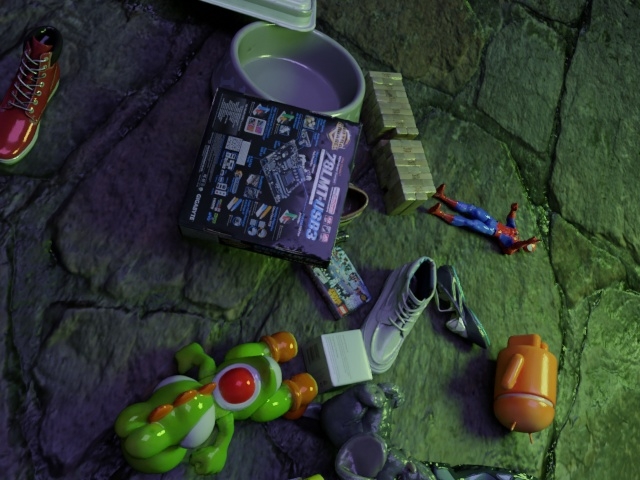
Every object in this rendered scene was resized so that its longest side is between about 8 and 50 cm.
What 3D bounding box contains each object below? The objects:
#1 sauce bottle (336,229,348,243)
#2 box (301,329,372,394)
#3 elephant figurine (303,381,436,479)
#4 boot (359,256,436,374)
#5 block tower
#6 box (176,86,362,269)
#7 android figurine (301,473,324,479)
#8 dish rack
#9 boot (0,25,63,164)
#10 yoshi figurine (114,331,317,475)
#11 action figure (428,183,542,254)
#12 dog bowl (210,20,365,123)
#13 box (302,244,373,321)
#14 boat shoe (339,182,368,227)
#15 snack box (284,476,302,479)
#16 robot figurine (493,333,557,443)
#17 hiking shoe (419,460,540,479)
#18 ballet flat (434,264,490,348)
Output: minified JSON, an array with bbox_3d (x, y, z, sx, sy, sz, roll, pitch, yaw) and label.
[{"bbox_3d":[0.000,0.000,1.446,0.128,0.042,0.042,-11,72,-27],"label":"sauce bottle"},{"bbox_3d":[0.030,0.233,1.314,0.087,0.101,0.101,-5,71,-28],"label":"box"},{"bbox_3d":[0.096,0.386,1.229,0.170,0.186,0.239,16,51,-37],"label":"elephant figurine"},{"bbox_3d":[0.159,0.144,1.404,0.095,0.123,0.258,29,58,-10],"label":"boot"},{"bbox_3d":[0.171,-0.228,1.607,0.091,0.097,0.335,-3,70,-26],"label":"block tower"},{"bbox_3d":[-0.092,-0.120,1.316,0.294,0.073,0.295,14,73,-3],"label":"box"},{"bbox_3d":[-0.030,0.523,1.143,0.273,0.056,0.248,-8,91,-28],"label":"android figurine"},{"bbox_3d":[-0.160,-0.611,1.582,0.333,0.072,0.285,13,43,-11],"label":"dish rack"},{"bbox_3d":[-0.536,-0.268,1.242,0.089,0.176,0.244,22,61,-17],"label":"boot"},{"bbox_3d":[-0.194,0.286,1.175,0.362,0.204,0.202,-13,113,-44],"label":"yoshi figurine"},{"bbox_3d":[0.410,-0.051,1.613,0.281,0.139,0.091,27,59,-14],"label":"action figure"},{"bbox_3d":[-0.059,-0.349,1.512,0.349,0.102,0.348,12,51,-16],"label":"dog bowl"},{"bbox_3d":[0.037,0.087,1.431,0.094,0.027,0.137,-28,81,-32],"label":"box"},{"bbox_3d":[-0.049,-0.077,1.403,0.325,0.116,0.123,-10,88,-28],"label":"boat shoe"},{"bbox_3d":[-0.092,0.472,1.181,0.141,0.037,0.100,-3,71,-27],"label":"snack box"},{"bbox_3d":[0.431,0.308,1.453,0.128,0.158,0.219,11,60,5],"label":"robot figurine"},{"bbox_3d":[0.284,0.498,1.319,0.304,0.113,0.131,8,74,-13],"label":"hiking shoe"},{"bbox_3d":[0.296,0.153,1.505,0.074,0.074,0.203,-21,83,-32],"label":"ballet flat"}]
